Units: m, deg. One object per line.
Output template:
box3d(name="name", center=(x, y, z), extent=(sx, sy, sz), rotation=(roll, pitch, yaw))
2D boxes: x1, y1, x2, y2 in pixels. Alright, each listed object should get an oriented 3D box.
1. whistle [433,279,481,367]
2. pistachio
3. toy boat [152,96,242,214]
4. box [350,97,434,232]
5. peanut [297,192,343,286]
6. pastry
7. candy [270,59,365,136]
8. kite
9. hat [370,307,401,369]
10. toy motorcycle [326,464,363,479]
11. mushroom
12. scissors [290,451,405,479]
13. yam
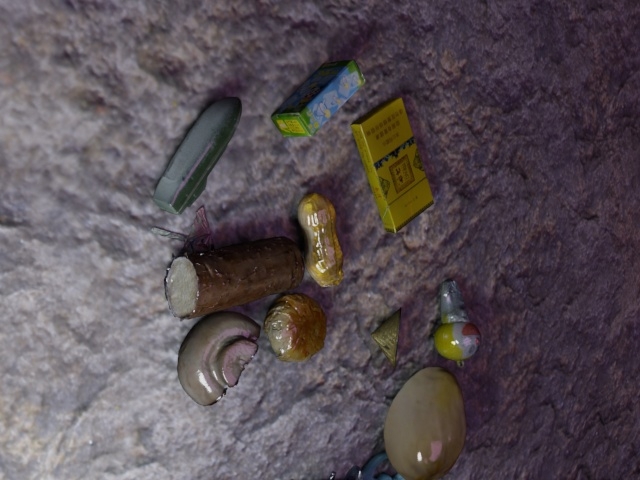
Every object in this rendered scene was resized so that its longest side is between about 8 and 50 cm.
box3d(name="whistle", center=(0.346, 0.209, 2.008), extent=(0.122, 0.122, 0.223), rotation=(3, 78, -42))
box3d(name="pistachio", center=(0.253, 0.447, 1.921), extent=(0.166, 0.197, 0.288), rotation=(97, 6, -61))
box3d(name="toy boat", center=(-0.219, -0.162, 1.487), extent=(0.261, 0.078, 0.085), rotation=(-62, 152, -16))
box3d(name="box", center=(0.170, -0.174, 1.851), extent=(0.153, 0.041, 0.279), rotation=(-37, 117, -34))
box3d(name="peanut", center=(0.000, 0.000, 1.691), extent=(0.087, 0.087, 0.207), rotation=(-21, 106, -38))
box3d(name="pastry", center=(-0.050, 0.182, 1.669), extent=(0.153, 0.081, 0.153), rotation=(-3, 95, -37))
box3d(name="candy", center=(-0.004, -0.293, 1.644), extent=(0.194, 0.097, 0.062), rotation=(-49, 122, -26))
box3d(name="kite", center=(-0.254, -0.004, 1.517), extent=(0.152, 0.005, 0.137), rotation=(32, 75, -39))
box3d(name="hat", center=(0.150, 0.226, 1.869), extent=(0.146, 0.067, 0.146), rotation=(6, 90, -84))
box3d(name="toy motorcycle", center=(0.035, 0.629, 1.759), extent=(0.173, 0.108, 0.307), rotation=(-22, 129, -25))
box3d(name="mushroom", center=(-0.204, 0.212, 1.506), extent=(0.117, 0.141, 0.188), rotation=(34, 69, -16))
box3d(name="scissors", center=(0.071, 0.578, 1.854), extent=(0.392, 0.032, 0.180), rotation=(15, 85, -41))
box3d(name="yam", center=(-0.160, 0.064, 1.532), extent=(0.279, 0.131, 0.131), rotation=(-13, 103, -41))
